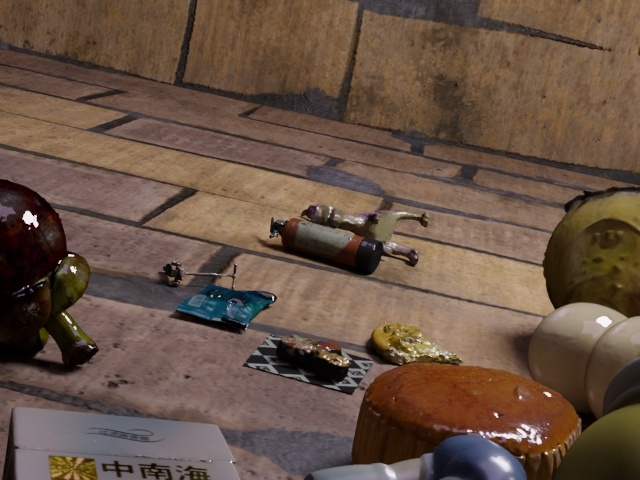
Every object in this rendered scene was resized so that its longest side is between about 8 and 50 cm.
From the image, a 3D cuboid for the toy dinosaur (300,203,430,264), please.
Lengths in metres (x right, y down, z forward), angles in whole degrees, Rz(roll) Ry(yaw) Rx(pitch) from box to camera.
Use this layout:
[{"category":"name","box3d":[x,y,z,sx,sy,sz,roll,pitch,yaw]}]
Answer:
[{"category":"toy dinosaur","box3d":[0.063,-0.028,1.852,0.199,0.072,0.251,13,11,2]}]

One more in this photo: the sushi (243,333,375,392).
[{"category":"sushi","box3d":[-0.008,0.115,1.268,0.120,0.026,0.126,13,12,10]}]

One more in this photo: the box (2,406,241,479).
[{"category":"box","box3d":[-0.121,0.185,0.767,0.155,0.067,0.243,9,13,-18]}]

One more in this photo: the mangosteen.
[{"category":"mangosteen","box3d":[-0.298,0.030,1.126,0.184,0.172,0.172,35,-5,-40]}]

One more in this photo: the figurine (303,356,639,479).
[{"category":"figurine","box3d":[0.184,0.174,0.789,0.381,0.205,0.224,3,3,-30]}]

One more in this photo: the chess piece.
[{"category":"chess piece","box3d":[0.336,0.146,1.211,0.167,0.167,0.299,0,10,-41]}]

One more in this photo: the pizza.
[{"category":"pizza","box3d":[0.110,0.117,1.373,0.108,0.026,0.123,14,12,0]}]

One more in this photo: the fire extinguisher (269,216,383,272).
[{"category":"fire extinguisher","box3d":[0.000,0.000,1.727,0.177,0.050,0.062,17,32,20]}]

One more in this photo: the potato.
[{"category":"potato","box3d":[0.370,0.078,1.443,0.246,0.196,0.300,32,-17,0]}]

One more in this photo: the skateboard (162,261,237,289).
[{"category":"skateboard","box3d":[-0.146,0.040,1.480,0.083,0.032,0.064,4,4,-19]}]

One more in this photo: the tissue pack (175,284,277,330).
[{"category":"tissue pack","box3d":[-0.104,0.070,1.387,0.085,0.028,0.138,13,9,8]}]

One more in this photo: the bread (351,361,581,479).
[{"category":"bread","box3d":[0.121,0.164,0.995,0.199,0.104,0.199,9,12,-2]}]
